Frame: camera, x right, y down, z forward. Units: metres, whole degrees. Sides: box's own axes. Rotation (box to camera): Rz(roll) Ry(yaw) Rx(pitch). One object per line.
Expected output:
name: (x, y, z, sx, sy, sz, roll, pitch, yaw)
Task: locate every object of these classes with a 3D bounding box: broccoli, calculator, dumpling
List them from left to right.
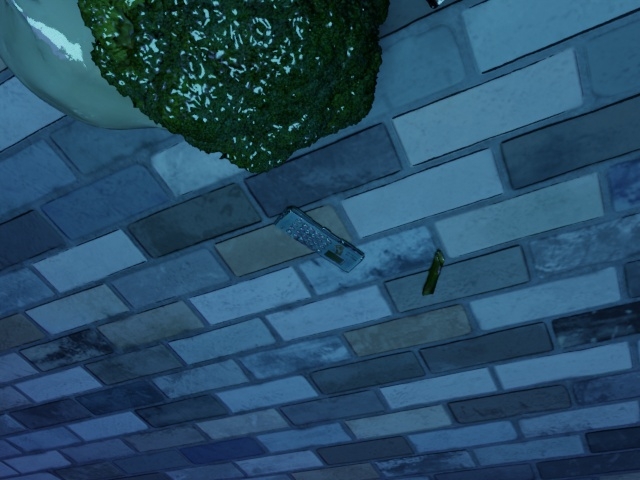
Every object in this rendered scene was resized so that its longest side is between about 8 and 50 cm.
dumpling: (-0.303, -0.239, 0.628, 0.260, 0.341, 0.181, 5, 90, 44)
broccoli: (-0.073, -0.243, 0.512, 0.322, 0.283, 0.303, 13, 118, -44)
calculator: (0.000, 0.000, 0.849, 0.172, 0.018, 0.057, 34, 126, -18)

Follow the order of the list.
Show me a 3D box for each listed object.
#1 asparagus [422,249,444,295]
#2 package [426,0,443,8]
asparagus: (0.207, 0.061, 0.858, 0.021, 0.025, 0.108, 15, 128, 9)
package: (0.115, -0.415, 0.500, 0.251, 0.062, 0.204, 45, 121, -8)
